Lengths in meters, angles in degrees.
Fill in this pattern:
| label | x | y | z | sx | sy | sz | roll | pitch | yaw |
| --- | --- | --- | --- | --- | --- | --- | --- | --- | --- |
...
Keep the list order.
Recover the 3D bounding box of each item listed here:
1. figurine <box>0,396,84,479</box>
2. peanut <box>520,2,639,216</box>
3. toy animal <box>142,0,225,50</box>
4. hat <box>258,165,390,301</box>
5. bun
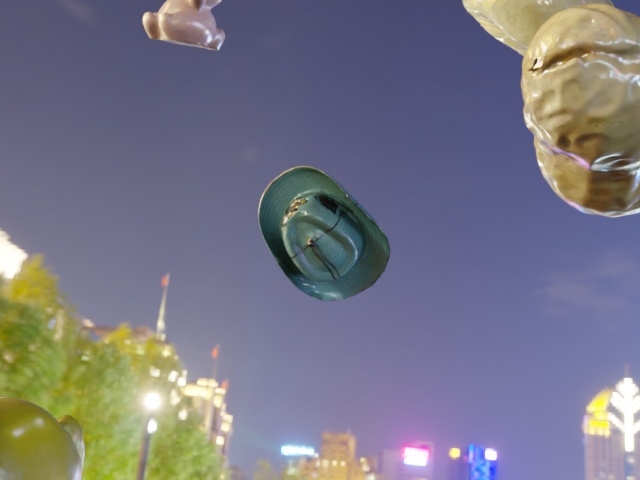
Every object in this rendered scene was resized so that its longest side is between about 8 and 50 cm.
| label | x | y | z | sx | sy | sz | roll | pitch | yaw |
| --- | --- | --- | --- | --- | --- | --- | --- | --- | --- |
| figurine | -0.258 | 0.152 | 0.450 | 0.218 | 0.169 | 0.327 | -16 | -22 | 6 |
| peanut | 0.269 | -0.109 | 0.823 | 0.149 | 0.149 | 0.313 | -1 | -22 | 18 |
| toy animal | -0.184 | -0.390 | 1.278 | 0.124 | 0.213 | 0.124 | 16 | 5 | -1 |
| hat | 0.000 | 0.000 | 1.103 | 0.138 | 0.078 | 0.191 | -38 | -81 | 18 |
| bun | 0.276 | -0.275 | 1.043 | 0.222 | 0.222 | 0.127 | 24 | -68 | -39 |
